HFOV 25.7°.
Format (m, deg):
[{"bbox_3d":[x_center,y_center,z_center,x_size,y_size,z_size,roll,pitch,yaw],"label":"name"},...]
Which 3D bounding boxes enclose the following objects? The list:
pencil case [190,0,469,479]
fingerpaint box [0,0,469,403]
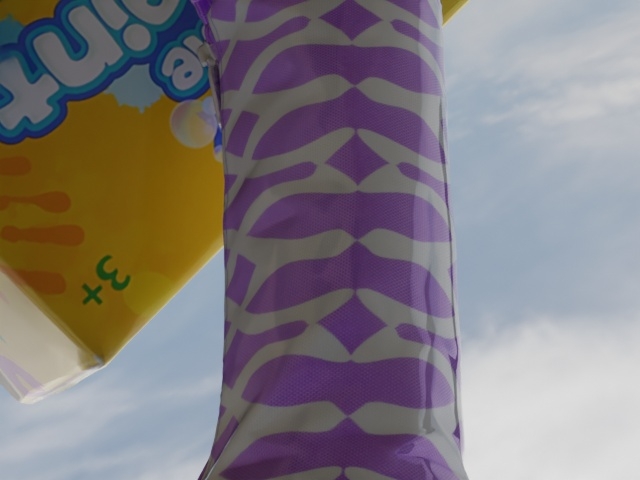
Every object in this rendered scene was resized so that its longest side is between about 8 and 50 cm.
[{"bbox_3d":[0.000,0.000,0.445,0.088,0.206,0.086,-2,152,-1],"label":"pencil case"},{"bbox_3d":[-0.086,-0.217,0.616,0.445,0.371,0.163,-45,-173,-24],"label":"fingerpaint box"}]
